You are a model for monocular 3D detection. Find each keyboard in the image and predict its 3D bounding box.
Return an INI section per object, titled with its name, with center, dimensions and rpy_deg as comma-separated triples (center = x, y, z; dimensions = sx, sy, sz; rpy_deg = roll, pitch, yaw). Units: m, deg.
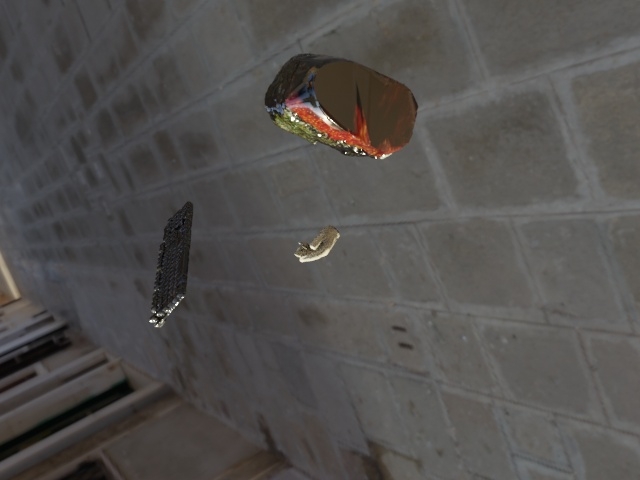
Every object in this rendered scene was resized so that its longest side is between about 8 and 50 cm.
[keyboard]
center = -0.175, 0.022, 0.884
dimensions = 0.018, 0.060, 0.195
rpy_deg = 32, -155, -25

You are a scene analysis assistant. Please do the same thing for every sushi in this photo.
[sushi]
center = 0.032, -0.204, 1.126
dimensions = 0.126, 0.225, 0.136
rpy_deg = 7, 83, 54

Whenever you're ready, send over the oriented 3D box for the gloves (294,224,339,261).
[gloves]
center = 0.001, 0.002, 0.973
dimensions = 0.037, 0.081, 0.044
rpy_deg = 51, 158, 20
